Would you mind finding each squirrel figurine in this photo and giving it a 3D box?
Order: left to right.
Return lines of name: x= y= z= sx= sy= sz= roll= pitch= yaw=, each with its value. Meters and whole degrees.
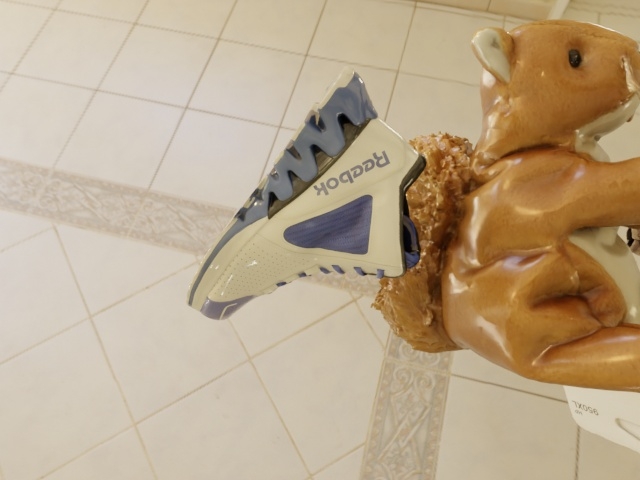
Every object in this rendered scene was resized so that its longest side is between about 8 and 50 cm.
squirrel figurine: x=0.216 y=-0.055 z=0.629 sx=0.397 sy=0.281 sz=0.370 roll=-6 pitch=93 yaw=40

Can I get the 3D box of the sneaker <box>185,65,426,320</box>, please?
sneaker: x=0.001 y=-0.001 z=0.557 sx=0.182 sy=0.315 sz=0.127 roll=36 pitch=28 yaw=-8

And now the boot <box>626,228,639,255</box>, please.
boot: x=0.768 y=-0.021 z=1.230 sx=0.087 sy=0.042 sz=0.118 roll=10 pitch=83 yaw=-6

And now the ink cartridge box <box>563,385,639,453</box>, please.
ink cartridge box: x=0.613 y=0.164 z=0.795 sx=0.395 sy=0.285 sz=0.166 roll=-24 pitch=98 yaw=-19
